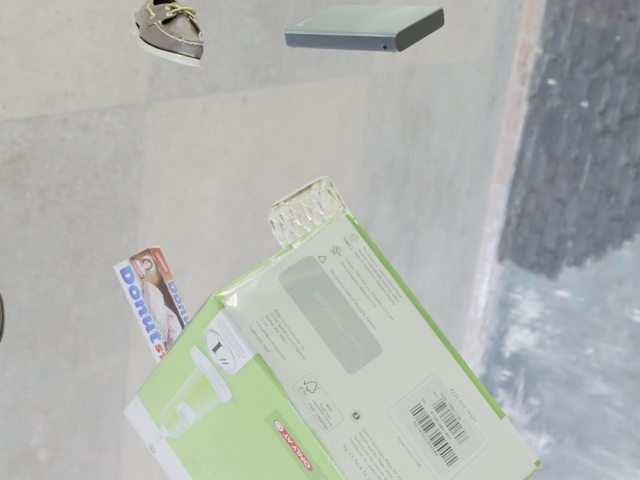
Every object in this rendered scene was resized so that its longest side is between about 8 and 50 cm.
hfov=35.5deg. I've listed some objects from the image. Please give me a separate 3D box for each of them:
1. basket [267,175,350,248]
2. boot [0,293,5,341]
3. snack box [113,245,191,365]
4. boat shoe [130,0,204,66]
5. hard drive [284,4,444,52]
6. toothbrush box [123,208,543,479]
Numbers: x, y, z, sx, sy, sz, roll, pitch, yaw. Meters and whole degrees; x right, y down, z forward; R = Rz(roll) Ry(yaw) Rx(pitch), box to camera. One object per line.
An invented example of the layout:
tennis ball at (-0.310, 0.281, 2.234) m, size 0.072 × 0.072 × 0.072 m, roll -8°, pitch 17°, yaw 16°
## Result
basket at (0.000, 0.000, 1.533) m, size 0.167 × 0.113 × 0.103 m, roll 60°, pitch 9°, yaw -6°
boot at (-0.551, 0.030, 1.447) m, size 0.280 × 0.096 × 0.264 m, roll 102°, pitch -24°, yaw -80°
snack box at (-0.187, 0.099, 1.209) m, size 0.022 × 0.064 × 0.178 m, roll -23°, pitch 88°, yaw -61°
boat shoe at (-0.281, -0.401, 1.876) m, size 0.116 × 0.324 × 0.097 m, roll 15°, pitch 105°, yaw -25°
hard drive at (0.044, -0.216, 1.014) m, size 0.094 × 0.135 × 0.022 m, roll -38°, pitch 128°, yaw -44°
toothbrush box at (-0.013, 0.139, 0.713) m, size 0.122 × 0.206 × 0.283 m, roll -33°, pitch 171°, yaw -32°
